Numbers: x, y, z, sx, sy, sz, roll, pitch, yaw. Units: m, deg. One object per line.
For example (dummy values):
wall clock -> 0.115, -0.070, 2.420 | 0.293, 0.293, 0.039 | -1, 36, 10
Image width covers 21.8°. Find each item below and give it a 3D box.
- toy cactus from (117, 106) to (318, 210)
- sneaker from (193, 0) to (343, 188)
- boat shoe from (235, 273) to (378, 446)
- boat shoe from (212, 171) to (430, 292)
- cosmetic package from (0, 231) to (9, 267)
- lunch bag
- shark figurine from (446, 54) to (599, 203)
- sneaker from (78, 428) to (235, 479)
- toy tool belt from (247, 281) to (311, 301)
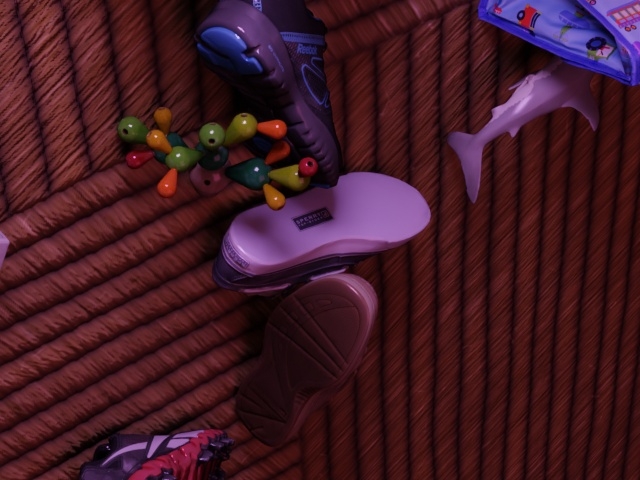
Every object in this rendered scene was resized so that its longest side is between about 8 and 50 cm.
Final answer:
toy cactus -> -0.118, -0.078, 1.836 | 0.218, 0.112, 0.180 | 5, 165, -5
sneaker -> -0.026, -0.179, 1.856 | 0.140, 0.125, 0.341 | -60, 156, -21
boat shoe -> -0.004, 0.136, 2.109 | 0.110, 0.122, 0.341 | -32, 166, -39
boat shoe -> 0.000, 0.000, 2.049 | 0.301, 0.108, 0.102 | -18, 156, -36
cosmetic package -> -0.386, 0.004, 1.708 | 0.115, 0.060, 0.041 | 0, 121, -43
lunch bag -> 0.374, -0.292, 2.012 | 0.221, 0.293, 0.138 | -20, 133, -32
shark figurine -> 0.295, -0.169, 2.134 | 0.278, 0.116, 0.166 | -41, -177, -19
sneaker -> -0.210, 0.285, 2.089 | 0.276, 0.135, 0.098 | -21, 126, -64
toy tool belt -> -0.050, 0.050, 2.092 | 0.083, 0.052, 0.051 | -14, 161, -33
